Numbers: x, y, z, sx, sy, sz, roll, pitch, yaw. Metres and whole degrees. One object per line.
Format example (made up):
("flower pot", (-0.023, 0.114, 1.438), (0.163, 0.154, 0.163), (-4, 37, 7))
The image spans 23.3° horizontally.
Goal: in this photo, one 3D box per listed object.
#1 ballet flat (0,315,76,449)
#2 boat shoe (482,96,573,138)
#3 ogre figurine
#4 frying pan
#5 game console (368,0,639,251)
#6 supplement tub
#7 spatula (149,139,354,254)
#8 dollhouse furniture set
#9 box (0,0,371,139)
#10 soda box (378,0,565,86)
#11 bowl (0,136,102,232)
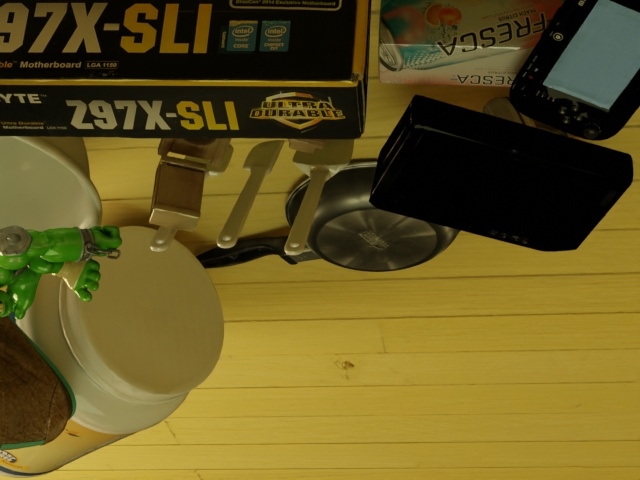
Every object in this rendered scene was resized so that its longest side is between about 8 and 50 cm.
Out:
("ballet flat", (-0.391, 0.080, 1.591), (0.124, 0.342, 0.116), (-26, 162, -39))
("boat shoe", (0.222, -0.078, 1.510), (0.076, 0.083, 0.226), (-30, 144, 3))
("ogre figurine", (-0.293, 0.027, 1.454), (0.197, 0.096, 0.118), (-1, 172, 39))
("frying pan", (-0.003, -0.015, 1.663), (0.326, 0.053, 0.197), (-5, 149, 9))
("game console", (0.195, -0.117, 1.330), (0.213, 0.044, 0.361), (14, 142, -13))
("supplement tub", (-0.279, 0.126, 1.754), (0.228, 0.228, 0.316), (25, 144, -33))
("spatula", (-0.062, -0.049, 1.441), (0.168, 0.242, 0.019), (3, 117, 8))
("dollhouse furniture set", (-0.055, -0.102, 1.370), (0.161, 0.181, 0.101), (11, 150, -12))
("box", (-0.121, -0.198, 1.132), (0.322, 0.257, 0.079), (1, 151, 5))
("soda box", (0.142, -0.173, 1.348), (0.183, 0.058, 0.063), (1, 151, 3))
("bowl", (-0.348, -0.094, 1.466), (0.298, 0.134, 0.298), (3, 151, 2))
